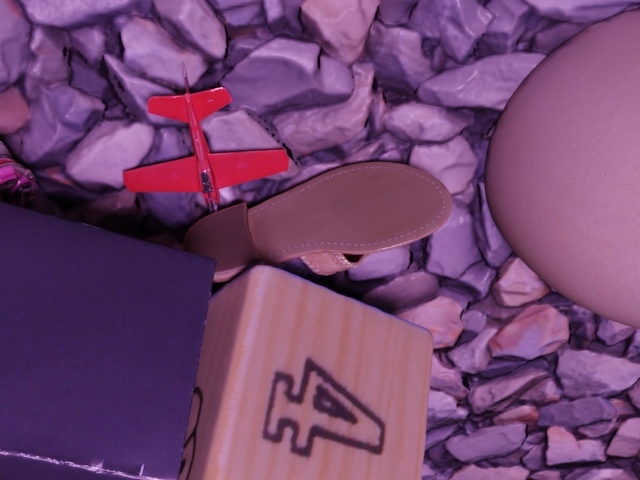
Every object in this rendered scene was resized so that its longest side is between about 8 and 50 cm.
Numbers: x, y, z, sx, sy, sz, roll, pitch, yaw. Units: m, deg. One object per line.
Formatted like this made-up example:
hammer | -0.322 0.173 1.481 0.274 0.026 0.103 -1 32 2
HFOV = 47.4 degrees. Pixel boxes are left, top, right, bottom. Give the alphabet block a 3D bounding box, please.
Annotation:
alphabet block | -0.033 0.164 0.657 0.194 0.197 0.192 22 151 -21

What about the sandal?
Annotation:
sandal | -0.001 -0.006 0.675 0.240 0.088 0.079 -13 157 1

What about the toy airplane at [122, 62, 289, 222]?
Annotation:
toy airplane | -0.101 -0.078 0.631 0.151 0.028 0.151 -3 124 -5

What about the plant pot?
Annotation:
plant pot | 0.305 -0.030 0.611 0.284 0.191 0.284 -3 124 -5

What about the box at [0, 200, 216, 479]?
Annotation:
box | -0.288 0.125 0.590 0.313 0.178 0.343 17 144 -17

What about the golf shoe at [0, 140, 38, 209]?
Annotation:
golf shoe | -0.298 -0.021 0.635 0.086 0.067 0.186 45 132 16
